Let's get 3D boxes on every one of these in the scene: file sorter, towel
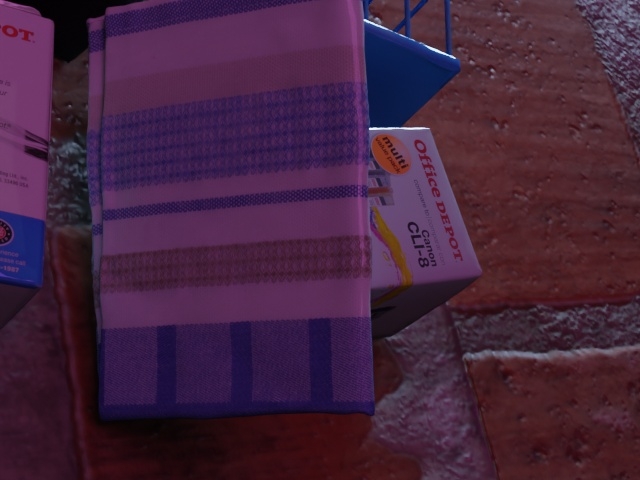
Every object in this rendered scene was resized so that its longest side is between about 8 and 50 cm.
[{"bbox_3d":[0.008,-0.173,1.005,0.170,0.118,0.104,18,54,-25],"label":"file sorter"},{"bbox_3d":[-0.061,-0.028,0.796,0.034,0.209,0.285,13,73,-63],"label":"towel"}]

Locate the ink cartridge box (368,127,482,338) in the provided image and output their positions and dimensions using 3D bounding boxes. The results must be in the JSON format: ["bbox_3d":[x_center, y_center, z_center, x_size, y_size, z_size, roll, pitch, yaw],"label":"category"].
[{"bbox_3d":[0.000,0.000,0.899,0.176,0.127,0.128,-5,68,-36],"label":"ink cartridge box"}]

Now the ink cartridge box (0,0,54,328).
[{"bbox_3d":[-0.256,-0.059,0.788,0.148,0.086,0.203,12,59,-28],"label":"ink cartridge box"}]

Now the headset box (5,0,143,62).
[{"bbox_3d":[-0.215,-0.306,0.893,0.246,0.131,0.283,34,52,-27],"label":"headset box"}]
